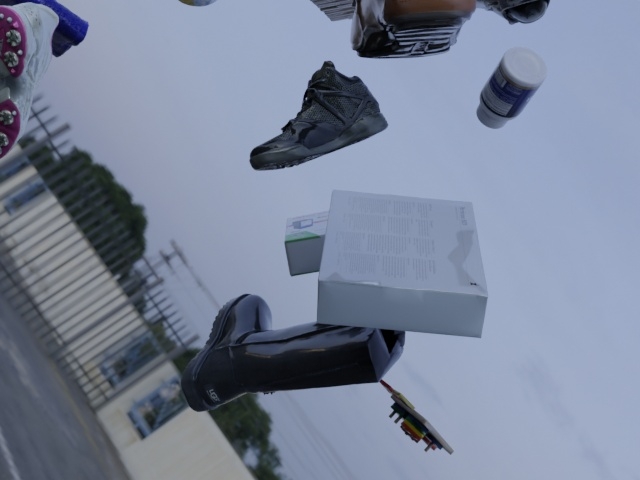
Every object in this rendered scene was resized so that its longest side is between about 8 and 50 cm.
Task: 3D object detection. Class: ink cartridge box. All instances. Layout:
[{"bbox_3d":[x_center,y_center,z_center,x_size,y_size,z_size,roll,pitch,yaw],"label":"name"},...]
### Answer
[{"bbox_3d":[0.000,0.000,2.087,0.212,0.154,0.093,-88,167,-76],"label":"ink cartridge box"}]

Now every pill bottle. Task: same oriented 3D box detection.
[{"bbox_3d":[0.375,-0.299,1.794,0.094,0.094,0.169,52,-28,15],"label":"pill bottle"}]

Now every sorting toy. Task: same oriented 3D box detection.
[{"bbox_3d":[0.209,0.412,1.985,0.274,0.046,0.132,51,-11,-34],"label":"sorting toy"}]

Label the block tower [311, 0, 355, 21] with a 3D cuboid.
[{"bbox_3d":[0.032,-0.433,1.484,0.335,0.091,0.097,-31,114,-77],"label":"block tower"}]

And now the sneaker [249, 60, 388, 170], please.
[{"bbox_3d":[-0.019,-0.187,1.352,0.130,0.228,0.087,66,-18,-2],"label":"sneaker"}]

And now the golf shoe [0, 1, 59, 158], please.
[{"bbox_3d":[-0.523,-0.272,1.549,0.115,0.140,0.306,33,-54,5],"label":"golf shoe"}]

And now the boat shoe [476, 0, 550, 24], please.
[{"bbox_3d":[0.294,-0.371,1.337,0.301,0.108,0.102,-157,-138,-84],"label":"boat shoe"}]

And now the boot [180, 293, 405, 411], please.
[{"bbox_3d":[-0.032,0.197,1.897,0.146,0.445,0.367,59,30,-22],"label":"boot"}]

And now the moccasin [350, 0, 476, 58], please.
[{"bbox_3d":[0.094,-0.292,1.043,0.380,0.139,0.146,-44,131,-84],"label":"moccasin"}]

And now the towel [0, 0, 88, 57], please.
[{"bbox_3d":[-0.617,-0.497,1.807,0.308,0.076,0.228,35,-15,-26],"label":"towel"}]

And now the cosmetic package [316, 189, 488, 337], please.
[{"bbox_3d":[0.148,0.031,1.658,0.377,0.285,0.097,-79,172,-62],"label":"cosmetic package"}]

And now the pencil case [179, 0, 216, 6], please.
[{"bbox_3d":[-0.194,-0.486,1.519,0.113,0.124,0.273,58,-14,-6],"label":"pencil case"}]
